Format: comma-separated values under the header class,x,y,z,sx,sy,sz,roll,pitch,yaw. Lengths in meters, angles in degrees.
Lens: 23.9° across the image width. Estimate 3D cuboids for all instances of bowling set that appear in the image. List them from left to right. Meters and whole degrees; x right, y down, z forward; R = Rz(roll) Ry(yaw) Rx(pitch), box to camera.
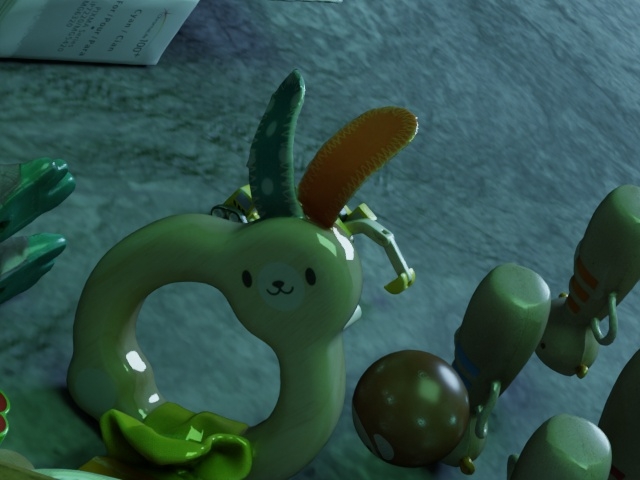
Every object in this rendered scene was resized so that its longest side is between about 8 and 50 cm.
class,x,y,z,sx,sy,sz,roll,pitch,yaw
bowling set,0.096,0.103,0.755,0.200,0.154,0.287,7,43,-14

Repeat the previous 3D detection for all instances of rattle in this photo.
class,x,y,z,sx,sy,sz,roll,pitch,yaw
rattle,-0.049,0.036,0.597,0.143,0.199,0.130,-14,61,-52

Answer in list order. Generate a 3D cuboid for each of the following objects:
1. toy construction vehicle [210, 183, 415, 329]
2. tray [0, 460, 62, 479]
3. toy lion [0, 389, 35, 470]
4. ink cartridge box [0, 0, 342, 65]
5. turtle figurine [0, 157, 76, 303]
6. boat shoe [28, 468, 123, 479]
class,x,y,z,sx,sy,sz,roll,pitch,yaw
toy construction vehicle,0.000,0.000,0.845,0.098,0.035,0.086,48,33,12
tray,-0.036,0.177,0.368,0.411,0.076,0.203,18,67,-3
toy lion,-0.164,0.076,0.594,0.100,0.034,0.096,-2,44,-46
ink cartridge box,-0.160,-0.234,0.934,0.261,0.066,0.296,-5,54,-49
turtle figurine,-0.206,-0.080,0.664,0.234,0.118,0.175,48,-8,10
boat shoe,0.018,0.154,0.539,0.302,0.094,0.109,11,18,-11
